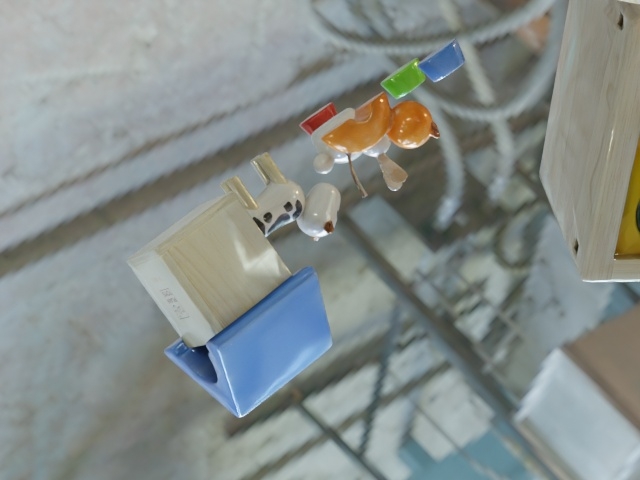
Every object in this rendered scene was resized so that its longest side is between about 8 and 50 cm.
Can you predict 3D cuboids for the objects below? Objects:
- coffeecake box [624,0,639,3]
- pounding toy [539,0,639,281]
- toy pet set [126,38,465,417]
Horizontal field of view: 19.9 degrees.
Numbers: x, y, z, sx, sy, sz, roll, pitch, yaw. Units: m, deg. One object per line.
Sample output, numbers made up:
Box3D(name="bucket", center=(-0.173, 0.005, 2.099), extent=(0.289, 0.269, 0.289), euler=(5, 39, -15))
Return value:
Box3D(name="coffeecake box", center=(0.170, -0.151, 0.524), extent=(0.068, 0.142, 0.185), euler=(42, 73, -46))
Box3D(name="pounding toy", center=(0.200, -0.086, 0.741), extent=(0.181, 0.094, 0.206), euler=(-1, 126, -8))
Box3D(name="toy pet set", center=(0.000, 0.000, 0.616), extent=(0.114, 0.065, 0.122), euler=(-38, -173, -20))
